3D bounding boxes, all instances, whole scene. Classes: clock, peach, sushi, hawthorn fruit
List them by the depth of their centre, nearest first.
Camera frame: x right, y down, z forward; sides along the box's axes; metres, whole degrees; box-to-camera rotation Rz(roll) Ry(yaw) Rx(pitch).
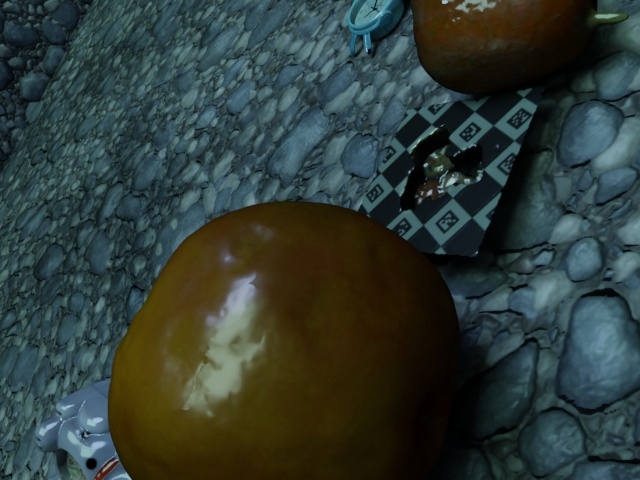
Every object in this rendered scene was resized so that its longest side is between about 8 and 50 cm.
[{"bbox_3d":[-0.022,0.133,0.598,0.302,0.342,0.342,12,71,25],"label":"peach"},{"bbox_3d":[0.238,-0.271,0.735,0.251,0.199,0.199,18,76,34],"label":"hawthorn fruit"},{"bbox_3d":[0.159,-0.075,0.771,0.220,0.047,0.231,4,62,51],"label":"sushi"},{"bbox_3d":[-0.247,0.320,0.817,0.254,0.189,0.188,20,78,42],"label":"clock"},{"bbox_3d":[0.094,-0.389,1.055,0.108,0.045,0.147,19,78,51],"label":"clock"}]

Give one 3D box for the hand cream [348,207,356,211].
[{"bbox_3d":[0.000,0.000,0.893,0.165,0.037,0.057,-33,44,35],"label":"hand cream"}]
